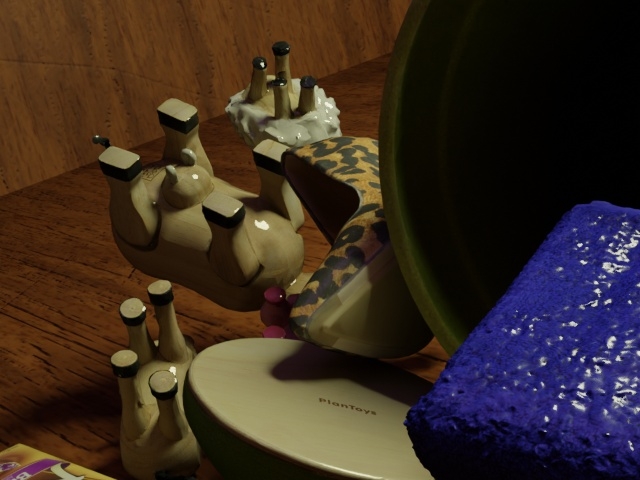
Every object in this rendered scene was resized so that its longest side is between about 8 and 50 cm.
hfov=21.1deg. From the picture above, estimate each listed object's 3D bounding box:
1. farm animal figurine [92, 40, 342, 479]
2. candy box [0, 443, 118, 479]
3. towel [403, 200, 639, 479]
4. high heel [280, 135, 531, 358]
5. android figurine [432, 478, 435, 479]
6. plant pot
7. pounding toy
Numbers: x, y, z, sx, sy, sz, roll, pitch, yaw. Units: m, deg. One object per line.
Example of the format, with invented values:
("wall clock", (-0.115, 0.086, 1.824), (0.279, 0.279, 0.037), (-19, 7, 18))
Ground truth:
("farm animal figurine", (-0.058, 0.033, 1.299), (0.330, 0.172, 0.327), (-29, 49, -23))
("candy box", (-0.199, 0.188, 1.124), (0.109, 0.053, 0.186), (-24, 17, -30))
("towel", (0.219, 0.062, 0.782), (0.308, 0.076, 0.227), (9, 26, 25))
("high heel", (0.000, 0.000, 1.101), (0.186, 0.093, 0.261), (17, 25, 28))
("android figurine", (0.181, 0.134, 0.792), (0.273, 0.056, 0.248), (-1, 25, 13))
("plant pot", (0.264, -0.066, 1.069), (0.366, 0.366, 0.353), (-11, 3, 22))
("pounding toy", (0.024, 0.151, 0.970), (0.237, 0.110, 0.183), (23, 18, 21))
